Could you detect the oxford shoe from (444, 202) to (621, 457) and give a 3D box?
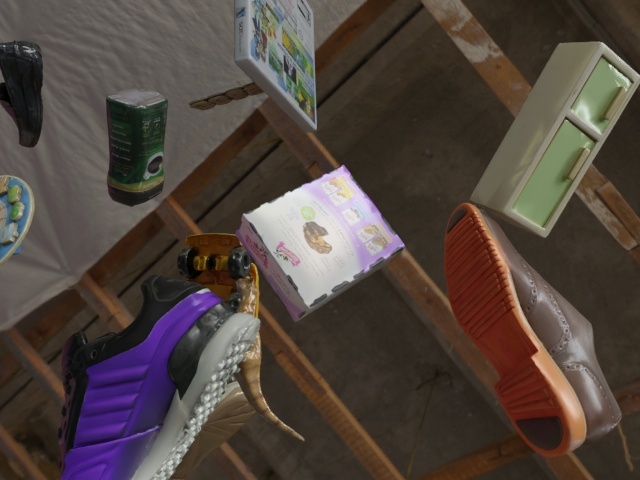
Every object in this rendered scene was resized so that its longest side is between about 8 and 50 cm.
[{"bbox_3d":[0.286,0.106,0.755,0.130,0.133,0.363,121,-43,-55],"label":"oxford shoe"}]

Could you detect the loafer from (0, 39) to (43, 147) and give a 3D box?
[{"bbox_3d":[-0.545,-0.261,0.962,0.223,0.078,0.076,-60,-138,45],"label":"loafer"}]

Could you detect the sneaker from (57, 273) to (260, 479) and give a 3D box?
[{"bbox_3d":[-0.192,0.160,0.499,0.146,0.102,0.293,33,-95,8],"label":"sneaker"}]

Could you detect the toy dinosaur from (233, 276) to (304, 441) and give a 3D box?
[{"bbox_3d":[-0.095,0.142,0.636,0.112,0.064,0.211,-11,-108,-4],"label":"toy dinosaur"}]

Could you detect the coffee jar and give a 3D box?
[{"bbox_3d":[-0.307,-0.153,0.890,0.079,0.096,0.184,19,-61,12],"label":"coffee jar"}]

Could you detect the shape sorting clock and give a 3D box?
[{"bbox_3d":[-0.568,-0.022,0.887,0.206,0.040,0.206,-7,-115,15],"label":"shape sorting clock"}]

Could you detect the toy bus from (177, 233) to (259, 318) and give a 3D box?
[{"bbox_3d":[-0.196,0.099,1.158,0.149,0.211,0.220,0,-92,19],"label":"toy bus"}]

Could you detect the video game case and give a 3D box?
[{"bbox_3d":[-0.082,-0.415,1.069,0.036,0.329,0.300,-6,-102,19],"label":"video game case"}]

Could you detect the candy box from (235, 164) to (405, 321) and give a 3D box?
[{"bbox_3d":[0.000,0.000,0.801,0.165,0.196,0.070,55,-30,11],"label":"candy box"}]

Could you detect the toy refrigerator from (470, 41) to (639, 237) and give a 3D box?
[{"bbox_3d":[0.351,-0.149,0.802,0.102,0.094,0.269,26,-83,-25],"label":"toy refrigerator"}]

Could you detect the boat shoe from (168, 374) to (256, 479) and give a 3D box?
[{"bbox_3d":[-0.219,0.285,0.785,0.285,0.092,0.103,-40,-46,4],"label":"boat shoe"}]

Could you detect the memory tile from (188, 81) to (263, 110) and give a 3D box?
[{"bbox_3d":[-0.184,-0.288,1.069,0.148,0.113,0.012,-17,-81,3],"label":"memory tile"}]
